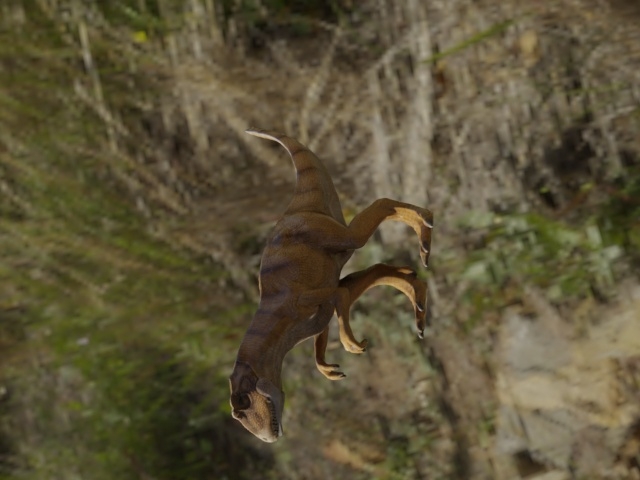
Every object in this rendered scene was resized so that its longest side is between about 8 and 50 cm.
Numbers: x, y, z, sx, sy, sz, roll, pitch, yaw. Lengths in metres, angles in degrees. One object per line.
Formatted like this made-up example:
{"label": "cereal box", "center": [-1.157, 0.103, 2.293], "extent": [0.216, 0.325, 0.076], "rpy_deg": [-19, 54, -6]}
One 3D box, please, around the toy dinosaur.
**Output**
{"label": "toy dinosaur", "center": [0.000, 0.000, 0.766], "extent": [0.064, 0.112, 0.211], "rpy_deg": [89, -172, -47]}
